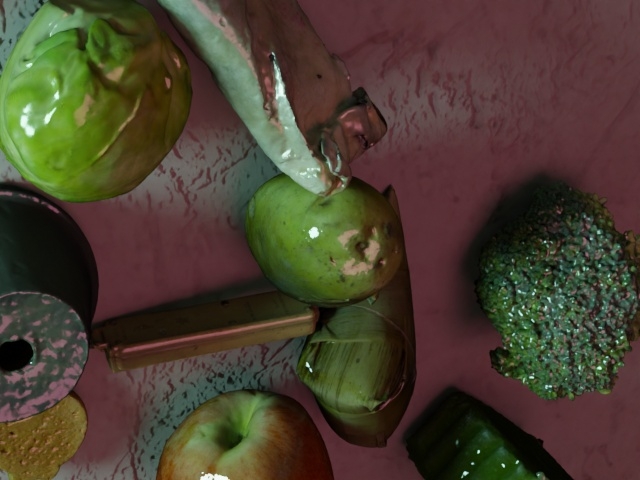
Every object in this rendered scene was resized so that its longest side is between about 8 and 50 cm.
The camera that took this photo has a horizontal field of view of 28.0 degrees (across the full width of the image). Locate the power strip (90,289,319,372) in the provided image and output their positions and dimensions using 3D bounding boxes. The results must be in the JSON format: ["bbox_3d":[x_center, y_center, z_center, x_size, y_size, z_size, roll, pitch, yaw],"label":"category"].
[{"bbox_3d":[-0.142,0.109,1.585,0.305,0.064,0.044,-9,128,-15],"label":"power strip"}]

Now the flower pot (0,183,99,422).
[{"bbox_3d":[-0.345,0.089,1.377,0.269,0.166,0.269,-12,116,-26],"label":"flower pot"}]

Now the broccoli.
[{"bbox_3d":[0.353,0.080,1.801,0.260,0.235,0.288,19,104,-41],"label":"broccoli"}]

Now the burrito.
[{"bbox_3d":[-0.059,-0.198,1.375,0.107,0.175,0.348,-29,117,29],"label":"burrito"}]

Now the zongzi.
[{"bbox_3d":[0.076,0.113,1.745,0.274,0.145,0.300,72,31,-66],"label":"zongzi"}]

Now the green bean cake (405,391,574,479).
[{"bbox_3d":[0.277,0.372,1.940,0.156,0.250,0.247,-50,134,5],"label":"green bean cake"}]

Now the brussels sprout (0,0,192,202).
[{"bbox_3d":[-0.231,-0.139,1.318,0.223,0.161,0.223,-16,135,-17],"label":"brussels sprout"}]

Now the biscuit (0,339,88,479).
[{"bbox_3d":[-0.358,0.198,1.545,0.166,0.036,0.225,-33,127,-13],"label":"biscuit"}]

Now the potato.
[{"bbox_3d":[0.002,0.001,1.527,0.197,0.228,0.148,35,80,-36],"label":"potato"}]

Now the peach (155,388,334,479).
[{"bbox_3d":[-0.090,0.323,1.691,0.232,0.232,0.257,-24,132,-18],"label":"peach"}]
